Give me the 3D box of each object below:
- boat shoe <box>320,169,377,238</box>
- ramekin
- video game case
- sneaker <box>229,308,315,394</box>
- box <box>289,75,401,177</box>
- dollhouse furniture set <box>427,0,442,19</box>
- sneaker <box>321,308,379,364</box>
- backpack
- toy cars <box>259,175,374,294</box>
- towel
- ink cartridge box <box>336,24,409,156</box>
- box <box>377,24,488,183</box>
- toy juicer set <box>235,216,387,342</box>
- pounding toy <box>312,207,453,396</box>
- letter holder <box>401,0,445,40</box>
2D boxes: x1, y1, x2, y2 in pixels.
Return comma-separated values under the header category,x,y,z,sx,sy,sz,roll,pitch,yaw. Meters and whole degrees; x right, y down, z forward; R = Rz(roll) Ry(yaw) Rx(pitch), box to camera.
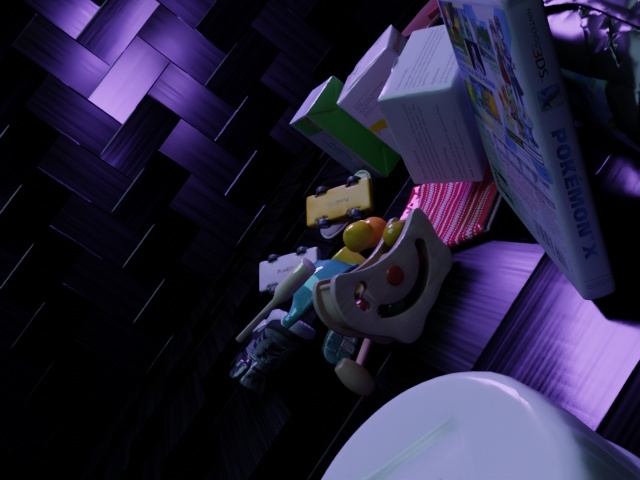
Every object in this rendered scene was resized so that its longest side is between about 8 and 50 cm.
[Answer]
category,x,y,z,sx,sy,sz,roll,pitch,yaw
boat shoe,0.078,-0.086,1.465,0.065,0.075,0.206,9,-60,-56
ramekin,0.100,0.225,0.387,0.277,0.135,0.277,-43,18,18
video game case,0.216,-0.136,0.640,0.036,0.299,0.329,-21,22,11
sneaker,-0.102,0.237,1.173,0.153,0.101,0.268,-61,10,-23
box,0.073,-0.288,1.498,0.126,0.262,0.231,-55,15,-4
dollhouse furniture set,0.279,-0.345,1.082,0.374,0.201,0.152,-58,14,-19
sneaker,0.050,0.136,0.987,0.166,0.065,0.076,-54,6,-17
backpack,0.337,-0.237,0.609,0.290,0.273,0.355,-54,35,9
toy cars,0.000,0.000,1.400,0.393,0.087,0.176,-53,50,12
towel,0.213,-0.056,0.970,0.275,0.031,0.198,-28,30,61
ink cartridge box,0.184,-0.323,1.271,0.168,0.233,0.171,-45,17,33
box,0.198,-0.214,0.897,0.119,0.182,0.181,1,50,35
toy juicer set,0.022,0.065,0.980,0.329,0.089,0.209,-32,-14,-46
pounding toy,0.067,0.081,0.862,0.269,0.154,0.155,-59,15,-23
letter holder,0.355,-0.569,1.483,0.214,0.152,0.302,-51,14,6
